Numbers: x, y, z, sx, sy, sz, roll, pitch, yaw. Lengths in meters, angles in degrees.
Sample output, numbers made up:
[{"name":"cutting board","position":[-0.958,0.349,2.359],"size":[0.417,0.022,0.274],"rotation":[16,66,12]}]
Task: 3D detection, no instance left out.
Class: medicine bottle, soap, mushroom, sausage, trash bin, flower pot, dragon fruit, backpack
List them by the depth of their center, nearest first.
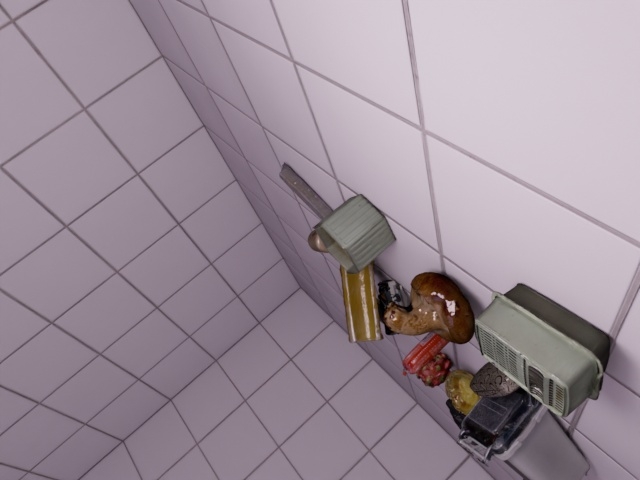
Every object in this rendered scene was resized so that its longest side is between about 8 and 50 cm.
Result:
[{"name":"mushroom","position":[0.358,0.225,1.563],"size":[0.267,0.254,0.267],"rotation":[43,-151,-31]},{"name":"trash bin","position":[0.683,0.695,1.671],"size":[0.368,0.296,0.256],"rotation":[46,168,-11]},{"name":"flower pot","position":[0.117,-0.022,1.722],"size":[0.209,0.189,0.239],"rotation":[35,160,52]},{"name":"sausage","position":[0.386,0.374,1.745],"size":[0.074,0.274,0.074],"rotation":[47,172,9]},{"name":"soap","position":[0.173,0.259,2.084],"size":[0.293,0.156,0.335],"rotation":[88,175,-81]},{"name":"dragon fruit","position":[0.497,0.558,2.196],"size":[0.160,0.166,0.172],"rotation":[-81,1,-54]},{"name":"backpack","position":[0.673,0.775,2.226],"size":[0.206,0.133,0.258],"rotation":[15,-158,-36]},{"name":"medicine bottle","position":[0.000,0.000,2.378],"size":[0.114,0.114,0.252],"rotation":[52,168,-10]}]

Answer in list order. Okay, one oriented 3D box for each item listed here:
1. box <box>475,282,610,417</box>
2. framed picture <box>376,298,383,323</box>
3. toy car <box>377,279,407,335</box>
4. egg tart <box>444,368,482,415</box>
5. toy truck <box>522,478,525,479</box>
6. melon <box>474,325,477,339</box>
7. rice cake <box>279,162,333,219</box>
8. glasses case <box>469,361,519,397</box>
[{"name":"box","position":[0.516,0.251,1.163],"size":[0.290,0.166,0.221],"rotation":[39,164,42]},{"name":"framed picture","position":[0.314,0.374,2.622],"size":[0.192,0.018,0.265],"rotation":[31,158,54]},{"name":"toy car","position":[0.308,0.285,2.106],"size":[0.301,0.118,0.193],"rotation":[69,-172,-64]},{"name":"egg tart","position":[0.610,0.623,2.047],"size":[0.212,0.090,0.213],"rotation":[34,132,48]},{"name":"toy truck","position":[0.947,1.013,2.029],"size":[0.184,0.133,0.338],"rotation":[17,147,38]},{"name":"melon","position":[0.502,0.267,1.389],"size":[0.114,0.114,0.167],"rotation":[54,175,-20]},{"name":"rice cake","position":[-0.041,-0.175,2.116],"size":[0.399,0.064,0.070],"rotation":[47,173,15]},{"name":"glasses case","position":[0.573,0.435,1.587],"size":[0.085,0.137,0.355],"rotation":[46,167,13]}]
